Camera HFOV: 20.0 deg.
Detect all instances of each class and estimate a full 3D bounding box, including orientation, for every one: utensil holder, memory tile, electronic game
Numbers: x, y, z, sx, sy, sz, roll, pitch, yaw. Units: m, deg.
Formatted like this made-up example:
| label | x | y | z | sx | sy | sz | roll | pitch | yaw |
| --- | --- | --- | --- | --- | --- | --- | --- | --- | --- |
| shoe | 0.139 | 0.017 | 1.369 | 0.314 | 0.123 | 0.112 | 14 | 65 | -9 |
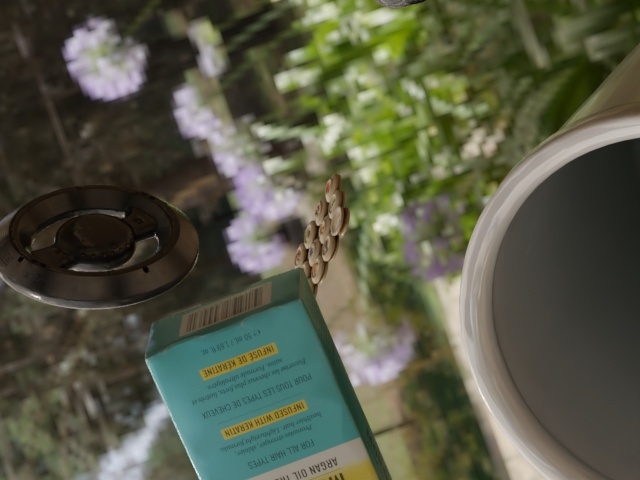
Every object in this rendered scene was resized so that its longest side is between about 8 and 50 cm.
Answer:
| label | x | y | z | sx | sy | sz | roll | pitch | yaw |
| --- | --- | --- | --- | --- | --- | --- | --- | --- | --- |
| utensil holder | 0.324 | -0.008 | 1.358 | 0.385 | 0.328 | 0.327 | -42 | -62 | -55 |
| memory tile | 0.000 | 0.000 | 2.212 | 0.113 | 0.012 | 0.148 | -102 | 30 | -53 |
| electronic game | -0.249 | 0.005 | 2.006 | 0.229 | 0.229 | 0.048 | -111 | 21 | -54 |

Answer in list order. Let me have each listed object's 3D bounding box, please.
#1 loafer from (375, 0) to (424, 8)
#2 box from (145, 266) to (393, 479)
| label | x | y | z | sx | sy | sz | roll | pitch | yaw |
| --- | --- | --- | --- | --- | --- | --- | --- | --- | --- |
| loafer | 0.019 | -0.274 | 1.368 | 0.223 | 0.076 | 0.078 | 52 | 161 | -14 |
| box | -0.012 | 0.147 | 1.082 | 0.060 | 0.101 | 0.244 | -91 | -21 | -72 |
